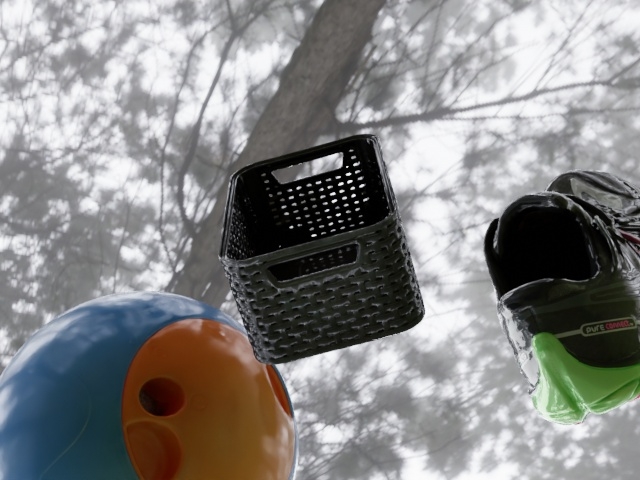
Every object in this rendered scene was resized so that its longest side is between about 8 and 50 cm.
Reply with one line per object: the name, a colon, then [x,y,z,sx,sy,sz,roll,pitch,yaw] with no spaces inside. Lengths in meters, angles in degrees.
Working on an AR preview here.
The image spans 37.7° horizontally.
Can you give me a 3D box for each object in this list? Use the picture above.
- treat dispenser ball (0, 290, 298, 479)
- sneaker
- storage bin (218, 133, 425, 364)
treat dispenser ball: [-0.164,0.190,0.866,0.288,0.288,0.288,9,-118,-18]
sneaker: [0.304,0.007,1.095,0.202,0.185,0.483,56,-155,-14]
storage bin: [0.000,0.000,0.683,0.122,0.180,0.084,-15,-66,5]
